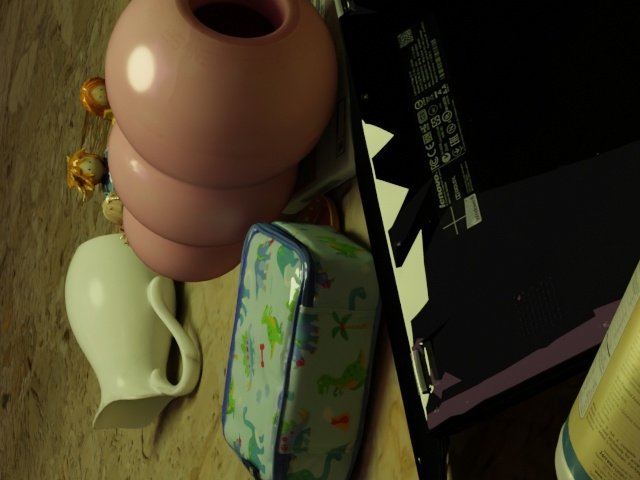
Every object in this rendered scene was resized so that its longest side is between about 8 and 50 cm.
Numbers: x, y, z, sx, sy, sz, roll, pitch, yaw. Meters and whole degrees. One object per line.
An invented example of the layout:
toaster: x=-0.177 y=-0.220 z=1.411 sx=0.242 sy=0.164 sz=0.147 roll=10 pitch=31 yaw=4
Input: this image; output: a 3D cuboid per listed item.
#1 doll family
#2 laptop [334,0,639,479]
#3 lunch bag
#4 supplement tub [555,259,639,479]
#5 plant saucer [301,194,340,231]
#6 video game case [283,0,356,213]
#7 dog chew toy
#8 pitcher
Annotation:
doll family: x=-0.193 y=-0.100 z=1.961 sx=0.118 sy=0.163 sz=0.263 roll=146 pitch=128 yaw=-63
laptop: x=0.146 y=-0.028 z=1.209 sx=0.408 sy=0.236 sz=0.382 roll=-30 pitch=53 yaw=27
lunch bag: x=-0.022 y=0.098 z=1.545 sx=0.176 sy=0.090 sz=0.219 roll=-141 pitch=58 yaw=-67
supplement tub: x=0.212 y=0.060 z=0.872 sx=0.144 sy=0.144 sz=0.199 roll=-113 pitch=37 yaw=-53
plant saucer: x=0.000 y=0.000 z=1.633 sx=0.083 sy=0.013 sz=0.083 roll=-173 pitch=90 yaw=-69
video game case: x=0.004 y=-0.141 z=1.662 sx=0.183 sy=0.023 sz=0.201 roll=150 pitch=123 yaw=-65
dog chew toy: x=-0.103 y=-0.091 z=1.632 sx=0.332 sy=0.206 sz=0.206 roll=107 pitch=159 yaw=-46
pitcher: x=-0.205 y=0.093 z=2.020 sx=0.178 sy=0.125 sz=0.207 roll=-27 pitch=67 yaw=41
